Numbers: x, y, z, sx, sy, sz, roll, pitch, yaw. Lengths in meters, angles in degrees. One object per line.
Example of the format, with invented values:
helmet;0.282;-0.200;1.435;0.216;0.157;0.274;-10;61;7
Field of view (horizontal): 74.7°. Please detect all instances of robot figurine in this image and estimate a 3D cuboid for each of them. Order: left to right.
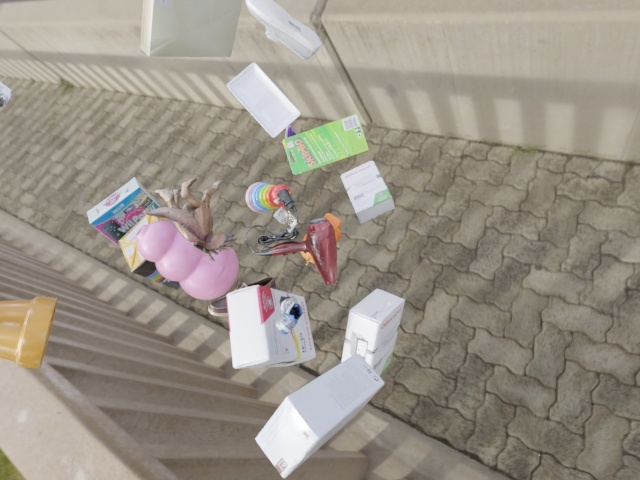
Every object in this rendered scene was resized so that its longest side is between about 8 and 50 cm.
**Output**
robot figurine;0.000;0.001;1.680;0.158;0.128;0.220;17;70;47

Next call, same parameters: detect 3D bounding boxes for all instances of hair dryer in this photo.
hair dryer;-0.054;0.011;1.193;0.293;0.080;0.224;43;121;5

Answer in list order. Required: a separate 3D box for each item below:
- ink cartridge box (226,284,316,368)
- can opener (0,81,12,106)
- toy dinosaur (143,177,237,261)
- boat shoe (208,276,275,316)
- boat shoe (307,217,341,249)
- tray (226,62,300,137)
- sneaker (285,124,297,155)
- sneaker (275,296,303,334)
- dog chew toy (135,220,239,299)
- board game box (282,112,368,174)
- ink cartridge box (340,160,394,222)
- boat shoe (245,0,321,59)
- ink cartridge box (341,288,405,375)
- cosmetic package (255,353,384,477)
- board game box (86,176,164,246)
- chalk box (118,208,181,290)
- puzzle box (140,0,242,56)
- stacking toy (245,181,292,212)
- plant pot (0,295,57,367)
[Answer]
ink cartridge box;-0.151;0.280;1.335;0.131;0.306;0.226;-20;69;21
can opener;-1.054;-0.505;1.226;0.076;0.283;0.095;-46;20;4
toy dinosaur;-0.294;-0.037;1.008;0.127;0.295;0.201;-13;94;6
boat shoe;-0.357;0.247;1.944;0.341;0.123;0.123;-13;32;-31
boat shoe;0.029;-0.035;1.826;0.190;0.068;0.072;40;83;25
tray;-0.215;-0.530;1.592;0.145;0.030;0.270;-42;90;-4
sneaker;-0.107;-0.438;1.810;0.071;0.170;0.068;-7;55;14
sneaker;-0.065;0.173;1.015;0.058;0.052;0.135;-40;15;18
dog chew toy;-0.427;0.053;1.338;0.206;0.331;0.207;-33;38;31
board game box;0.015;-0.311;1.371;0.259;0.039;0.124;-18;93;5
ink cartridge box;0.198;-0.207;1.774;0.160;0.093;0.220;-23;56;7
boat shoe;-0.087;-0.464;0.921;0.063;0.184;0.066;-34;48;45
ink cartridge box;0.174;0.329;1.418;0.114;0.198;0.273;20;116;28
cosmetic package;0.007;0.295;0.737;0.085;0.231;0.117;44;115;24
board game box;-0.708;-0.063;1.647;0.224;0.303;0.097;-38;45;-5
chalk box;-0.562;0.051;1.574;0.180;0.289;0.179;-42;57;3
puzzle box;-0.310;-0.679;1.075;0.052;0.272;0.409;44;132;22
stacking toy;-0.205;-0.187;1.758;0.141;0.141;0.330;-61;24;-11
plant pot;-0.890;0.255;1.209;0.205;0.187;0.205;-34;50;51
